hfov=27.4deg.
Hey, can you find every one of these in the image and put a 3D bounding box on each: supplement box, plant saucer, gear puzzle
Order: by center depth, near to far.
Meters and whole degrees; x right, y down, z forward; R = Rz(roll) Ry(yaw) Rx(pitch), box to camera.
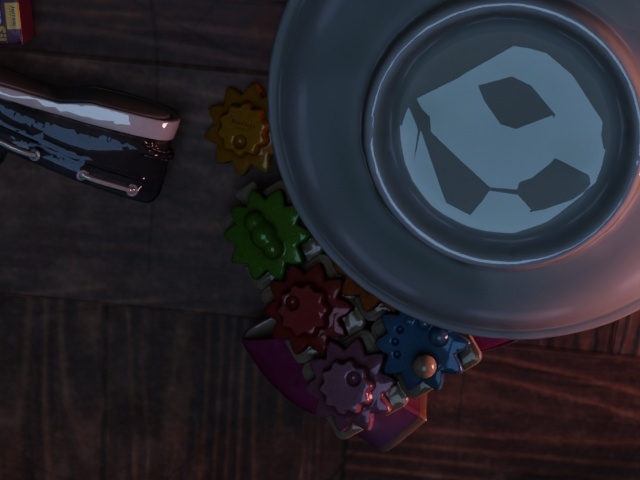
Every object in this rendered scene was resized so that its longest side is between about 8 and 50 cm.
[{"bbox_3d":[0.144,-0.092,1.023,0.401,0.100,0.400,4,110,11],"label":"plant saucer"},{"bbox_3d":[0.000,0.000,1.186,0.175,0.044,0.339,-32,81,18],"label":"gear puzzle"},{"bbox_3d":[-0.307,-0.206,1.194,0.083,0.043,0.055,-1,109,4],"label":"supplement box"}]

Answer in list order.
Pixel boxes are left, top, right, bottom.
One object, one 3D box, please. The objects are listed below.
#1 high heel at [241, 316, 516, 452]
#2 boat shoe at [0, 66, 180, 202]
[{"bbox_3d":[0.099,0.034,1.208,0.181,0.127,0.377,36,109,-14],"label":"high heel"},{"bbox_3d":[-0.283,-0.108,1.192,0.303,0.114,0.091,16,105,-1],"label":"boat shoe"}]
